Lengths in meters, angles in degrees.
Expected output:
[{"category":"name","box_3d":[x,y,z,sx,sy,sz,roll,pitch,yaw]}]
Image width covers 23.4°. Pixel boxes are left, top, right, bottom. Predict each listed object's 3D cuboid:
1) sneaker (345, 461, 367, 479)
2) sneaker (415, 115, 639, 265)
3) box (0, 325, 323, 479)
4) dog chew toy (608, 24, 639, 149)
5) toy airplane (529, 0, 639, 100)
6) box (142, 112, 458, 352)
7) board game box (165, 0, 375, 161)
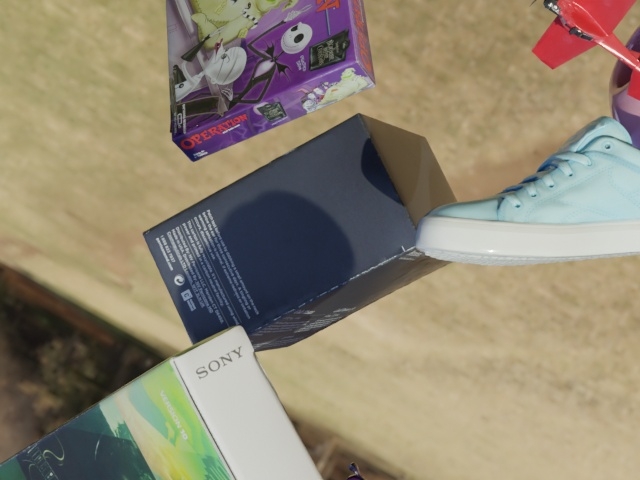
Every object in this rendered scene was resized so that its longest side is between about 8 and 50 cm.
[{"category":"sneaker","box_3d":[-0.014,0.343,1.666,0.098,0.223,0.083,48,178,10]},{"category":"sneaker","box_3d":[0.263,-0.053,1.632,0.365,0.150,0.135,-4,176,-24]},{"category":"box","box_3d":[-0.092,0.207,0.894,0.322,0.058,0.232,-33,84,47]},{"category":"dog chew toy","box_3d":[0.506,-0.140,1.799,0.331,0.207,0.206,27,174,-10]},{"category":"toy airplane","box_3d":[0.239,-0.166,1.285,0.151,0.028,0.151,16,148,11]},{"category":"box","box_3d":[0.000,0.000,1.961,0.179,0.312,0.343,65,-165,8]},{"category":"board game box","box_3d":[-0.061,-0.258,1.567,0.208,0.347,0.056,-19,142,16]}]
